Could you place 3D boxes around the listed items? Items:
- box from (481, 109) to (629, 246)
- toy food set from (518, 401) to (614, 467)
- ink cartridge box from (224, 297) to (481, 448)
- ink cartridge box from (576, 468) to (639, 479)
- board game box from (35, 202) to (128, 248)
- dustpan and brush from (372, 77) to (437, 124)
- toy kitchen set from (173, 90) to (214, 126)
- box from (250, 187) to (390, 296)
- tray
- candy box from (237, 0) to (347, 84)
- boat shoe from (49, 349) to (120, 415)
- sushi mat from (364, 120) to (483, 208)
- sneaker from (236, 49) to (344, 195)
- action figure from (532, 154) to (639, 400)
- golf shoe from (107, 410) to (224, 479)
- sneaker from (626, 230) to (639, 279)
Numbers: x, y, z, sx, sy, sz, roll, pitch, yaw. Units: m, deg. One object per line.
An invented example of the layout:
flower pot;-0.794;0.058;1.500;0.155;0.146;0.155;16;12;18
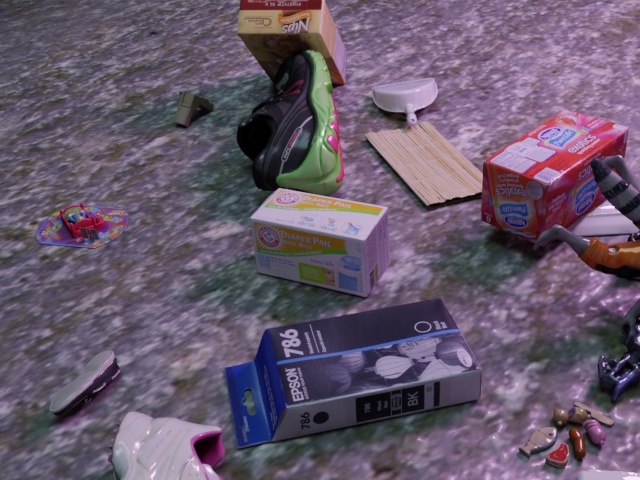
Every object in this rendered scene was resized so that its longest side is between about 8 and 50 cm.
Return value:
box;0.398;-0.112;1.427;0.128;0.123;0.256;27;45;37
toy food set;0.314;0.242;1.057;0.078;0.019;0.122;26;45;37
ink cartridge box;0.036;0.175;1.153;0.332;0.065;0.165;-11;35;-8
ink cartridge box;0.342;0.352;0.820;0.171;0.100;0.237;2;35;10
board game box;-0.440;-0.040;1.552;0.168;0.033;0.133;5;35;13
dustpan and brush;0.190;-0.301;1.842;0.147;0.060;0.211;-8;20;4
toy kitchen set;-0.301;-0.295;1.917;0.068;0.075;0.083;19;0;26
box;0.000;0.000;1.370;0.203;0.114;0.103;11;36;23
tray;0.468;-0.059;1.479;0.270;0.030;0.145;-4;33;1
candy box;-0.055;-0.440;1.890;0.182;0.088;0.316;4;-7;12
boat shoe;-0.324;0.205;1.172;0.046;0.038;0.125;-8;28;31
sushi mat;0.213;-0.157;1.663;0.151;0.019;0.316;-15;35;-13
sneaker;-0.070;-0.249;1.690;0.202;0.185;0.483;-7;30;0
action figure;0.468;0.051;1.164;0.330;0.179;0.341;37;53;18
golf shoe;-0.178;0.308;0.939;0.140;0.115;0.306;-1;35;-1
sneaker;0.551;-0.001;1.341;0.178;0.077;0.072;-25;40;-29
